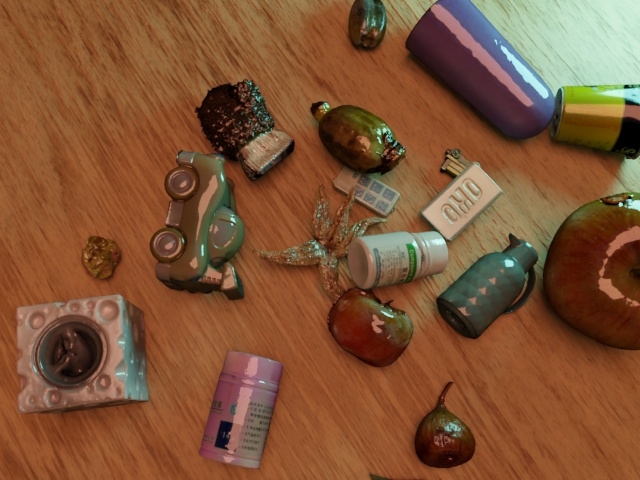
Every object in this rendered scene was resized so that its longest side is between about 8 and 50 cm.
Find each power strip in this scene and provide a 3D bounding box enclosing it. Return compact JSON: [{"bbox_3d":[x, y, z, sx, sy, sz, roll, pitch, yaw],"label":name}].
[{"bbox_3d":[0.126,-0.137,1.815,0.192,0.035,0.081,32,76,6],"label":"power strip"}]

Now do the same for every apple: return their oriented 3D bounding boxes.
[{"bbox_3d":[0.764,0.072,1.640,0.400,0.333,0.401,0,91,8],"label":"apple"}]

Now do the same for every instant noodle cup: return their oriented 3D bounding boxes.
[{"bbox_3d":[0.772,-0.341,1.819,0.236,0.215,0.216,7,74,9],"label":"instant noodle cup"}]

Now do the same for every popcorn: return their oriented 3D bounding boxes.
[{"bbox_3d":[-0.580,0.045,1.720,0.096,0.089,0.109,3,78,11],"label":"popcorn"}]

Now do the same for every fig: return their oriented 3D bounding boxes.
[{"bbox_3d":[0.297,0.453,1.629,0.146,0.134,0.201,15,50,-26],"label":"fig"}]

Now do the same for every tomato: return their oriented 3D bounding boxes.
[{"bbox_3d":[0.133,0.218,1.640,0.214,0.155,0.181,27,85,-8],"label":"tomato"}]

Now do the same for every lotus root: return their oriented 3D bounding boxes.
[{"bbox_3d":[0.140,-0.657,1.931,0.113,0.088,0.192,11,73,-16],"label":"lotus root"},{"bbox_3d":[0.098,-0.281,1.793,0.314,0.141,0.169,38,45,16],"label":"lotus root"}]

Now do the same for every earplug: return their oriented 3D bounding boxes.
[{"bbox_3d":[0.465,-0.473,1.835,0.215,0.215,0.456,-42,83,-12],"label":"earplug"}]

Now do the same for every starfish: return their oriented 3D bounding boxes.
[{"bbox_3d":[0.017,-0.018,1.748,0.301,0.084,0.294,28,79,-1],"label":"starfish"}]

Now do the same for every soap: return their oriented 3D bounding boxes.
[{"bbox_3d":[0.377,-0.100,1.774,0.198,0.066,0.119,-44,83,1],"label":"soap"}]

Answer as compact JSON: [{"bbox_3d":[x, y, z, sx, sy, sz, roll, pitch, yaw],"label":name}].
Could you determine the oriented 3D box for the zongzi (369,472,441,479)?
[{"bbox_3d":[0.217,0.589,1.614,0.154,0.062,0.130,-30,66,-16],"label":"zongzi"}]

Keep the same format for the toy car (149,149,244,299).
[{"bbox_3d":[-0.280,-0.034,1.668,0.226,0.242,0.336,10,76,4],"label":"toy car"}]

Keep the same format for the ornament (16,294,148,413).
[{"bbox_3d":[-0.561,0.279,1.574,0.239,0.240,0.240,-7,75,-3],"label":"ornament"}]

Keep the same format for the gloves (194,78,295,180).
[{"bbox_3d":[-0.213,-0.317,1.803,0.312,0.135,0.210,41,84,12],"label":"gloves"}]

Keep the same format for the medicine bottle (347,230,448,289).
[{"bbox_3d":[0.200,0.046,1.692,0.236,0.139,0.139,-6,74,-24],"label":"medicine bottle"}]

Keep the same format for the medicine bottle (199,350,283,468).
[{"bbox_3d":[-0.189,0.408,1.595,0.152,0.152,0.254,13,75,2],"label":"medicine bottle"}]

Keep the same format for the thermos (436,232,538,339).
[{"bbox_3d":[0.453,0.126,1.705,0.286,0.145,0.182,-40,111,-12],"label":"thermos"}]

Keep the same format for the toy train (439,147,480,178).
[{"bbox_3d":[0.392,-0.203,1.836,0.122,0.050,0.081,34,85,7],"label":"toy train"}]
